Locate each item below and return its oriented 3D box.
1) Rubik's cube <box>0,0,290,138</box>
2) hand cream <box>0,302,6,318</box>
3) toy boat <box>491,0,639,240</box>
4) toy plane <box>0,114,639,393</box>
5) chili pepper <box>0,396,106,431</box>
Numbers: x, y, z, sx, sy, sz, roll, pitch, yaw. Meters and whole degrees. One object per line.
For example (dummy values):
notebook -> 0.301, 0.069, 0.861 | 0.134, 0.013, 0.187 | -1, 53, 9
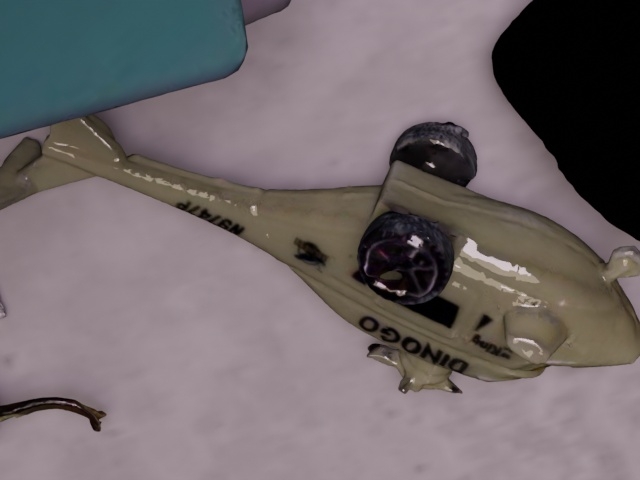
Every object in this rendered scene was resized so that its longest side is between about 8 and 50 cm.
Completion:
Rubik's cube -> -0.195, -0.170, 0.344 | 0.387, 0.368, 0.358 | -7, 113, 6
hand cream -> -0.227, 0.021, 0.561 | 0.142, 0.053, 0.084 | -20, 100, -7
toy boat -> 0.161, -0.053, 0.479 | 0.188, 0.061, 0.116 | 8, 124, 3
toy plane -> 0.000, 0.000, 0.517 | 0.286, 0.092, 0.108 | 21, 127, -1
chili pepper -> -0.233, 0.083, 0.570 | 0.268, 0.059, 0.050 | -5, 66, 9
